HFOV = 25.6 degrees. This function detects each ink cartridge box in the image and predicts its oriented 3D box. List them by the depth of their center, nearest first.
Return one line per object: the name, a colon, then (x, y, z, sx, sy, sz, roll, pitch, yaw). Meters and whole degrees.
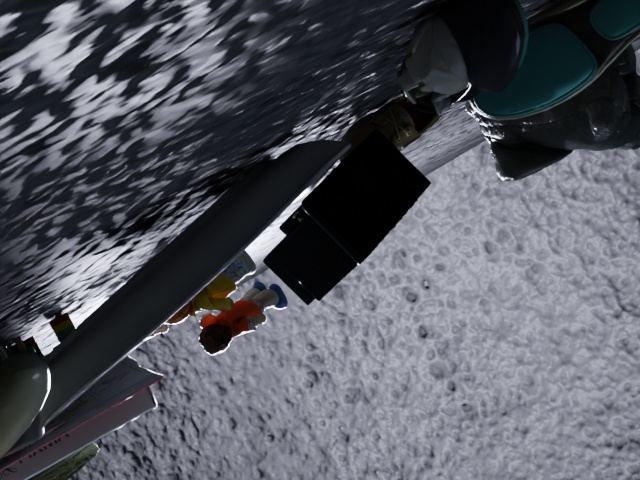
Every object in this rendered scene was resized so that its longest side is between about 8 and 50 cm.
ink cartridge box: (-0.314, 0.219, 1.490, 0.296, 0.066, 0.261, -29, -165, -18)

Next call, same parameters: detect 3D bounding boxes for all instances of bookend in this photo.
bookend: (0.000, 0.000, 1.245, 0.157, 0.072, 0.156, -44, -179, 38)

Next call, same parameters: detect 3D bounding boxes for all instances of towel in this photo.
towel: (-0.324, 0.261, 1.546, 0.110, 0.027, 0.148, -5, -155, 48)

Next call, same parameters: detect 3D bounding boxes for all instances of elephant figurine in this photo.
elephant figurine: (0.250, -0.148, 1.645, 0.239, 0.169, 0.186, -13, 157, 29)

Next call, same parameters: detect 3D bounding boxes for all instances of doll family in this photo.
doll family: (-0.183, 0.073, 1.722, 0.263, 0.118, 0.163, -8, -161, 39)

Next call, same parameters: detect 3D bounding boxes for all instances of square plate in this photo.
square plate: (-0.144, 0.047, 1.273, 0.344, 0.049, 0.347, -43, -178, -17)

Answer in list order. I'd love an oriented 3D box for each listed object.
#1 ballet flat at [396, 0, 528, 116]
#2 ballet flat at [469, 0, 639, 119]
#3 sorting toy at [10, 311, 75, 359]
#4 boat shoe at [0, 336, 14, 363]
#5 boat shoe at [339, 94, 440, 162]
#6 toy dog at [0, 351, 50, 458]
ballet flat: (0.089, -0.122, 0.965, 0.074, 0.074, 0.203, -29, 180, -6)
ballet flat: (0.244, -0.196, 1.286, 0.248, 0.086, 0.086, -32, 177, 24)
sorting toy: (-0.326, 0.129, 1.603, 0.274, 0.046, 0.132, -29, 178, -11)
boat shoe: (-0.298, 0.123, 1.182, 0.102, 0.108, 0.301, -31, 172, 6)
boat shoe: (0.070, -0.110, 1.322, 0.135, 0.050, 0.045, -40, -179, -33)
toy dog: (-0.300, 0.209, 0.765, 0.395, 0.285, 0.408, -30, 176, -12)
